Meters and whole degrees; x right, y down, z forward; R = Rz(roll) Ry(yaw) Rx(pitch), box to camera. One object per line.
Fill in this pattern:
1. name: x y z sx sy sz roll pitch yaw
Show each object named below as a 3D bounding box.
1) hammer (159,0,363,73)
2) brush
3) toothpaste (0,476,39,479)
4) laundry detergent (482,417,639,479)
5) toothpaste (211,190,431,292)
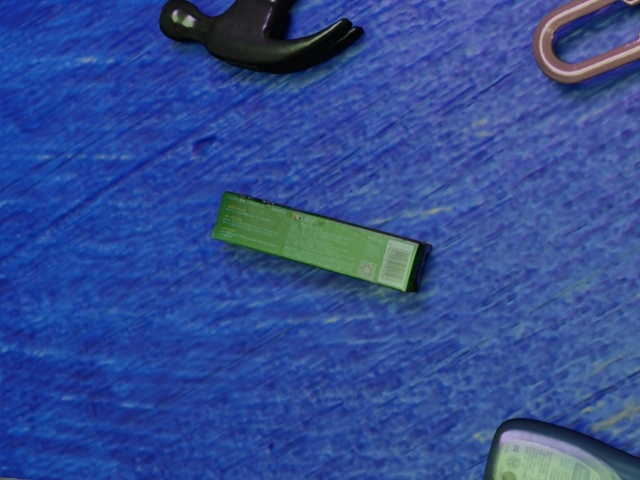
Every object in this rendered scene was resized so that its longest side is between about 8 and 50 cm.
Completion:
1. hammer: 0.009 -0.351 1.297 0.168 0.044 0.439 20 92 21
2. brush: 0.273 -0.183 1.188 0.233 0.047 0.103 -22 78 18
3. toothpaste: -0.276 0.344 1.329 0.099 0.068 0.282 8 80 -7
4. laundry detergent: 0.224 0.200 1.160 0.206 0.061 0.096 14 88 20
5. toothpaste: 0.000 0.000 1.272 0.179 0.037 0.043 15 94 20
